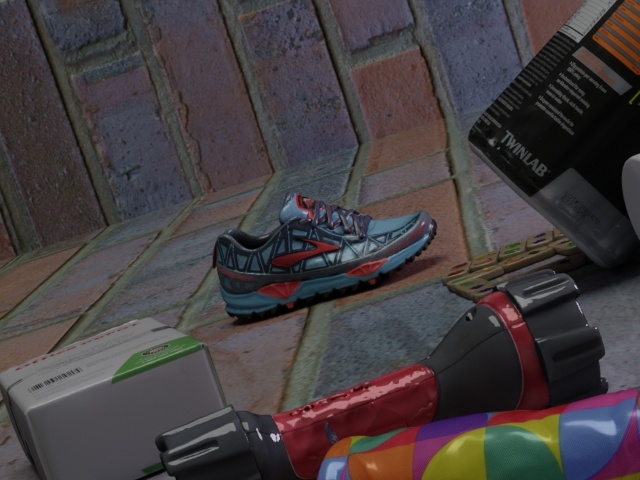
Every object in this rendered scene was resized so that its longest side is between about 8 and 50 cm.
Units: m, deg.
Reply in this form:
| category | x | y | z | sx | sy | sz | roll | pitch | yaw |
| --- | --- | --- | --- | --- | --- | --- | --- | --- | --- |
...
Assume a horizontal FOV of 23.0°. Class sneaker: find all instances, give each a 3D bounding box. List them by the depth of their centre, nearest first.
| category | x | y | z | sx | sy | sz | roll | pitch | yaw |
| --- | --- | --- | --- | --- | --- | --- | --- | --- | --- |
| sneaker | 0.000 | 0.000 | 1.786 | 0.261 | 0.125 | 0.104 | -18 | 9 | 5 |

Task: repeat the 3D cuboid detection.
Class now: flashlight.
| category | x | y | z | sx | sy | sz | roll | pitch | yaw |
| --- | --- | --- | --- | --- | --- | --- | --- | --- | --- |
| flashlight | 0.041 | 0.113 | 1.074 | 0.304 | 0.103 | 0.103 | -19 | 11 | -10 |

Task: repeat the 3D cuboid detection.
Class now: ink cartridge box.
| category | x | y | z | sx | sy | sz | roll | pitch | yaw |
| --- | --- | --- | --- | --- | --- | --- | --- | --- | --- |
| ink cartridge box | -0.184 | 0.143 | 1.378 | 0.160 | 0.093 | 0.219 | -20 | 8 | -15 |

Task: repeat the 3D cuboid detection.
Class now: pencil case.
| category | x | y | z | sx | sy | sz | roll | pitch | yaw |
| --- | --- | --- | --- | --- | --- | --- | --- | --- | --- |
| pencil case | 0.110 | 0.130 | 0.834 | 0.236 | 0.104 | 0.104 | -13 | 10 | 25 |

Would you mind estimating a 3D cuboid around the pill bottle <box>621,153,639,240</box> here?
| category | x | y | z | sx | sy | sz | roll | pitch | yaw |
| --- | --- | --- | --- | --- | --- | --- | --- | --- | --- |
| pill bottle | 0.386 | -0.064 | 1.329 | 0.245 | 0.136 | 0.136 | -20 | 9 | -10 |

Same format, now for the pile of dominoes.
| category | x | y | z | sx | sy | sz | roll | pitch | yaw |
| --- | --- | --- | --- | --- | --- | --- | --- | --- | --- |
| pile of dominoes | 0.240 | -0.007 | 1.612 | 0.251 | 0.040 | 0.196 | -20 | 9 | -11 |

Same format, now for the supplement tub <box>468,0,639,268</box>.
| category | x | y | z | sx | sy | sz | roll | pitch | yaw |
| --- | --- | --- | --- | --- | --- | --- | --- | --- | --- |
| supplement tub | 0.304 | -0.146 | 1.451 | 0.316 | 0.193 | 0.193 | -47 | 6 | 7 |
